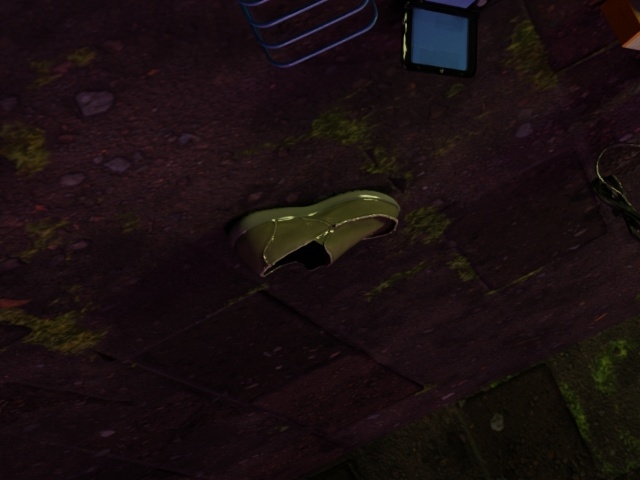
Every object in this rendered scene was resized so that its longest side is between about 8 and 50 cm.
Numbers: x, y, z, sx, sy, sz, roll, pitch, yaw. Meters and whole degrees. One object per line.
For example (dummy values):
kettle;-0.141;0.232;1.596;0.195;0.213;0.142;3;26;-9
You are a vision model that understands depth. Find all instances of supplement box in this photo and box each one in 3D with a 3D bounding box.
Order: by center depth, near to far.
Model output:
supplement box;0.381;-0.257;1.533;0.098;0.062;0.036;1;148;-44

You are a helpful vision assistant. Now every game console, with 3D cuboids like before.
game console;0.144;-0.231;1.344;0.122;0.071;0.107;-1;150;-45

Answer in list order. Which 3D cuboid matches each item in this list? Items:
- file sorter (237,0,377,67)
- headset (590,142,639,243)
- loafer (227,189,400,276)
file sorter;-0.027;-0.240;1.107;0.118;0.104;0.170;-24;159;4
headset;0.531;-0.173;1.716;0.394;0.185;0.243;-40;155;11
loafer;0.000;0.000;1.719;0.251;0.087;0.094;-12;156;-26
